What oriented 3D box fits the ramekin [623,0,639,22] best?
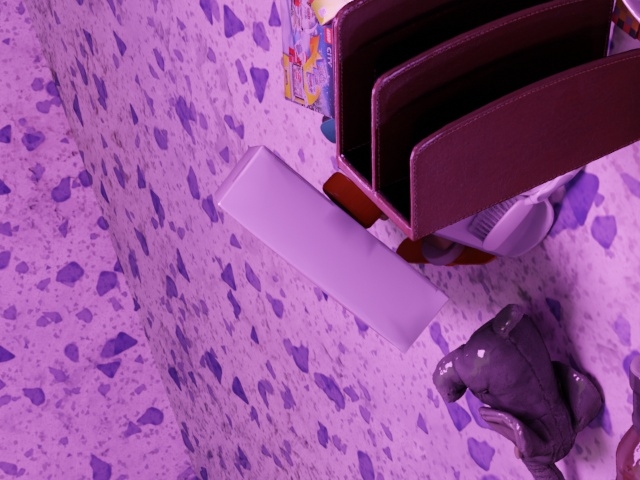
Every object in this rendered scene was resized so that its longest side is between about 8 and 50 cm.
[{"bbox_3d":[0.351,-0.281,1.134,0.207,0.109,0.207,45,147,42],"label":"ramekin"}]

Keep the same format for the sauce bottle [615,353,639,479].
[{"bbox_3d":[0.392,0.289,1.484,0.111,0.111,0.344,34,138,52],"label":"sauce bottle"}]

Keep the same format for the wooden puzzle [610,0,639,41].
[{"bbox_3d":[0.324,-0.236,1.347,0.083,0.006,0.049,50,149,37],"label":"wooden puzzle"}]

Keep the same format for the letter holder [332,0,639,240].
[{"bbox_3d":[0.178,-0.172,1.326,0.152,0.301,0.214,47,152,41],"label":"letter holder"}]

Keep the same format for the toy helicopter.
[{"bbox_3d":[0.114,-0.049,1.786,0.235,0.140,0.355,42,177,-9],"label":"toy helicopter"}]

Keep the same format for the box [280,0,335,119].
[{"bbox_3d":[0.001,-0.293,1.784,0.159,0.044,0.233,29,127,55],"label":"box"}]

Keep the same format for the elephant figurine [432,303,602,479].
[{"bbox_3d":[0.274,0.212,1.663,0.169,0.186,0.239,-40,79,19],"label":"elephant figurine"}]

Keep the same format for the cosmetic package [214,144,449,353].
[{"bbox_3d":[0.000,0.000,1.676,0.284,0.097,0.377,37,180,-6],"label":"cosmetic package"}]

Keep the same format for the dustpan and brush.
[{"bbox_3d":[0.241,-0.044,1.569,0.211,0.147,0.060,-51,37,32],"label":"dustpan and brush"}]

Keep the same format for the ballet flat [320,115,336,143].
[{"bbox_3d":[0.064,-0.182,1.856,0.203,0.074,0.074,-3,105,67],"label":"ballet flat"}]

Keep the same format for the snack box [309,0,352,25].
[{"bbox_3d":[0.055,-0.390,1.599,0.207,0.070,0.174,-29,85,33],"label":"snack box"}]
